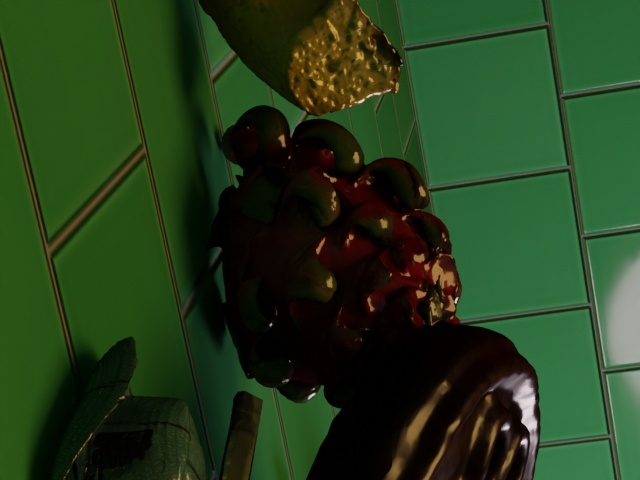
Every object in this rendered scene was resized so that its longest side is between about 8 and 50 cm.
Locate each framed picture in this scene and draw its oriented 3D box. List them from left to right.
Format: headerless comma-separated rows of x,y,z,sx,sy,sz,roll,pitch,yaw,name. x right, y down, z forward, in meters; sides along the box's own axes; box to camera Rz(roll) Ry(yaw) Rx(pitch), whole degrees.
-0.064,0.242,1.057,0.260,0.023,0.189,-83,-179,-56,framed picture

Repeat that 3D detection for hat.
-0.095,0.136,0.976,0.191,0.077,0.138,-74,157,-67,hat

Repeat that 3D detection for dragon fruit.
0.009,0.001,1.353,0.218,0.198,0.273,45,36,-60,dragon fruit

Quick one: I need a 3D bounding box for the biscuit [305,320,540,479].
0.058,0.253,1.218,0.407,0.091,0.407,-49,149,-44,biscuit

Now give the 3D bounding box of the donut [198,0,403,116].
-0.047,-0.215,1.361,0.259,0.101,0.152,57,-12,-20,donut
